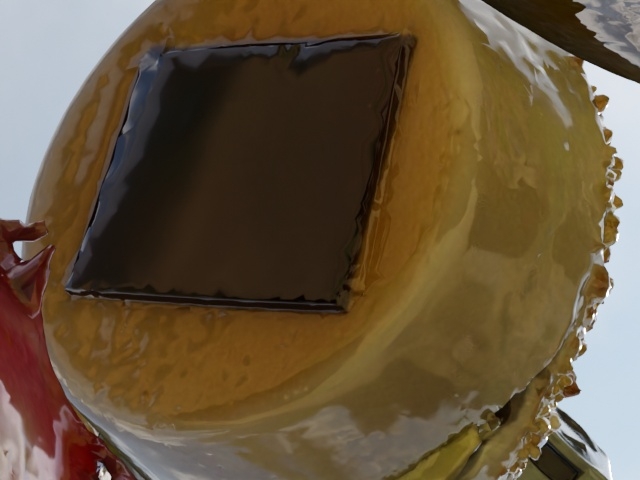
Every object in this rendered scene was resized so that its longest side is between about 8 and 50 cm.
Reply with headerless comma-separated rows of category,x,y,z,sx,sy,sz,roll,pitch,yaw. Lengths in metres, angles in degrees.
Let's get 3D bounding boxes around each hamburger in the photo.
hamburger,0.000,0.000,0.888,0.170,0.302,0.302,35,-125,-48

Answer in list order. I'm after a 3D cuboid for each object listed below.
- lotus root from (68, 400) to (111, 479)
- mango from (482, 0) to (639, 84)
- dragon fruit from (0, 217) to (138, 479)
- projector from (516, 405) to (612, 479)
lotus root,-0.228,0.188,1.423,0.140,0.154,0.257,12,-144,10
mango,0.053,-0.175,0.534,0.384,0.221,0.199,42,-103,-37
dragon fruit,-0.245,0.050,0.547,0.371,0.249,0.386,-28,-125,-30
projector,0.086,0.167,1.523,0.257,0.099,0.192,42,-76,-4
